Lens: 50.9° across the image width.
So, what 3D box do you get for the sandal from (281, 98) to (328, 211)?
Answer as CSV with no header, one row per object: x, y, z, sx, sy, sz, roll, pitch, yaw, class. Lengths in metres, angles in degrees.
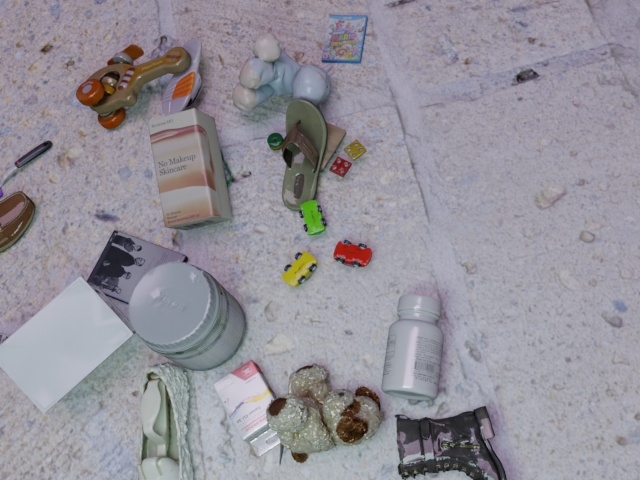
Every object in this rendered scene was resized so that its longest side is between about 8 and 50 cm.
-0.052,-0.228,1.795,0.120,0.086,0.302,4,93,22,sandal

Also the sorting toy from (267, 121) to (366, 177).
-0.005,-0.264,1.876,0.275,0.046,0.132,26,75,20,sorting toy

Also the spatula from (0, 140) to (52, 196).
-0.938,-0.208,2.039,0.296,0.030,0.084,-41,68,-7,spatula

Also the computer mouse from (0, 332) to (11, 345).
-0.803,0.292,1.806,0.193,0.042,0.105,10,75,8,computer mouse

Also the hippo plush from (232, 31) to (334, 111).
-0.099,-0.432,1.899,0.237,0.294,0.234,27,102,-5,hippo plush

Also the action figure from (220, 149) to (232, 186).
-0.318,-0.219,1.913,0.137,0.063,0.232,-29,69,-5,action figure

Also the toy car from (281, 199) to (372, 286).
0.000,0.000,1.765,0.239,0.053,0.224,-17,66,3,toy car

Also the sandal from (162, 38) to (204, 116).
-0.391,-0.478,2.016,0.102,0.076,0.265,4,71,30,sandal

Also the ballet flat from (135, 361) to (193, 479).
-0.388,0.487,1.597,0.147,0.147,0.408,-10,67,7,ballet flat

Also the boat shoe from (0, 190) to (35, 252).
-0.966,-0.018,1.918,0.123,0.120,0.324,41,80,22,boat shoe

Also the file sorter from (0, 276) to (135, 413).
-0.629,0.255,1.694,0.278,0.173,0.193,-42,91,-8,file sorter

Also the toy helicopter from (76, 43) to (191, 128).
-0.553,-0.502,2.019,0.355,0.140,0.234,-18,55,11,toy helicopter

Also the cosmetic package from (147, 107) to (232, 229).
-0.352,-0.187,1.814,0.153,0.129,0.295,-14,83,15,cosmetic package

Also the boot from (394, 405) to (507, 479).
0.287,0.501,1.499,0.229,0.091,0.262,-15,62,10,boot

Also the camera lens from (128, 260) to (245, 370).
-0.315,0.188,1.626,0.220,0.274,0.219,-4,68,9,camera lens

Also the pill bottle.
0.221,0.250,1.577,0.131,0.131,0.229,5,69,13,pill bottle

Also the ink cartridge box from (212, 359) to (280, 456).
-0.160,0.405,1.621,0.115,0.067,0.198,-33,66,-4,ink cartridge box

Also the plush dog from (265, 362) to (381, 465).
0.026,0.410,1.524,0.226,0.262,0.210,-7,100,18,plush dog

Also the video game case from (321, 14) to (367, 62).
0.073,-0.606,2.018,0.119,0.015,0.166,5,69,13,video game case

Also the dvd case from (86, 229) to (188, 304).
-0.504,0.086,1.838,0.239,0.029,0.179,19,73,17,dvd case
